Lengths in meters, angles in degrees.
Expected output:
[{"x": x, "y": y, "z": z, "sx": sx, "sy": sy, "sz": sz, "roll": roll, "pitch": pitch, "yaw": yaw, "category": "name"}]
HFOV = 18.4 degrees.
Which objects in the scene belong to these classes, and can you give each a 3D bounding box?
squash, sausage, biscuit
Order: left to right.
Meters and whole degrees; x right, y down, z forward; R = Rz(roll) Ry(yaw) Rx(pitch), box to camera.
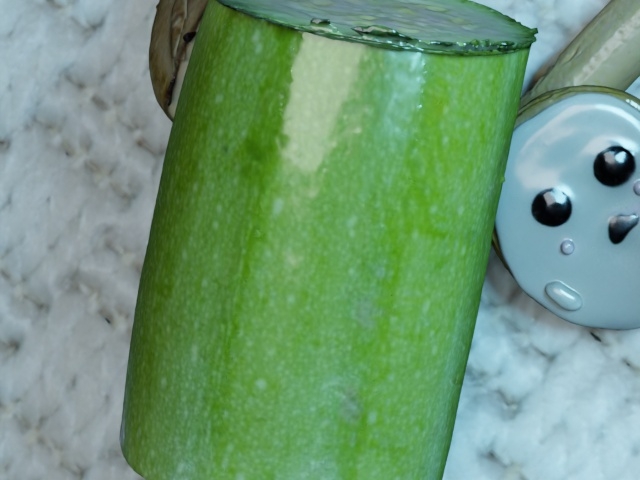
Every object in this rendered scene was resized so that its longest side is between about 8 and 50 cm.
[{"x": 0.000, "y": 0.000, "z": 1.490, "sx": 0.263, "sy": 0.263, "sz": 0.384, "roll": 16, "pitch": 104, "yaw": 18, "category": "squash"}, {"x": 0.220, "y": -0.021, "z": 1.533, "sx": 0.208, "sy": 0.049, "sz": 0.181, "roll": 40, "pitch": 105, "yaw": -7, "category": "biscuit"}, {"x": 0.228, "y": -0.143, "z": 1.554, "sx": 0.301, "sy": 0.066, "sz": 0.066, "roll": -45, "pitch": 76, "yaw": 15, "category": "sausage"}]

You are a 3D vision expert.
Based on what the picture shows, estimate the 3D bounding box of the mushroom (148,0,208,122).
[{"x": -0.043, "y": -0.228, "z": 1.631, "sx": 0.285, "sy": 0.156, "sz": 0.151, "roll": -40, "pitch": 49, "yaw": 10, "category": "mushroom"}]
